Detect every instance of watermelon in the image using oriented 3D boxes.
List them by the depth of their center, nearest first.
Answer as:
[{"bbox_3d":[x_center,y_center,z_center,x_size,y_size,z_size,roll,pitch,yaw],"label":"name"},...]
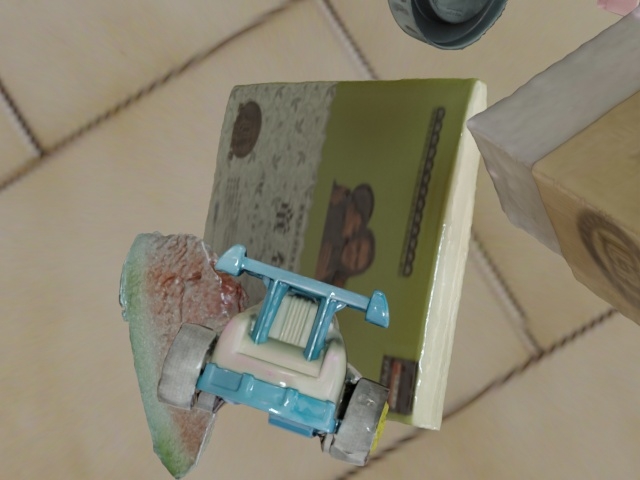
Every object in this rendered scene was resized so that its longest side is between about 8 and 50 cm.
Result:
[{"bbox_3d":[-0.094,0.082,1.470,0.081,0.094,0.180,-5,97,-25],"label":"watermelon"}]

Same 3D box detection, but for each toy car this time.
[{"bbox_3d":[-0.014,0.066,1.134,0.126,0.161,0.098,19,87,6],"label":"toy car"}]

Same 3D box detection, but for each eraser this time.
[{"bbox_3d":[0.212,-0.007,0.875,0.144,0.343,0.078,-35,125,-12],"label":"eraser"}]

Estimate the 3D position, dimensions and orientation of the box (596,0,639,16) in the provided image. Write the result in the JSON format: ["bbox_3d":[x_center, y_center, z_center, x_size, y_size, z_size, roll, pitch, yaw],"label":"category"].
[{"bbox_3d":[0.273,-0.209,1.501,0.125,0.043,0.089,-3,111,-38],"label":"box"}]

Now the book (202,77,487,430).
[{"bbox_3d":[0.000,0.000,1.449,0.035,0.352,0.239,10,88,-29],"label":"book"}]

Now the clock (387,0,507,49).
[{"bbox_3d":[0.062,-0.131,0.926,0.017,0.085,0.085,22,91,39],"label":"clock"}]
